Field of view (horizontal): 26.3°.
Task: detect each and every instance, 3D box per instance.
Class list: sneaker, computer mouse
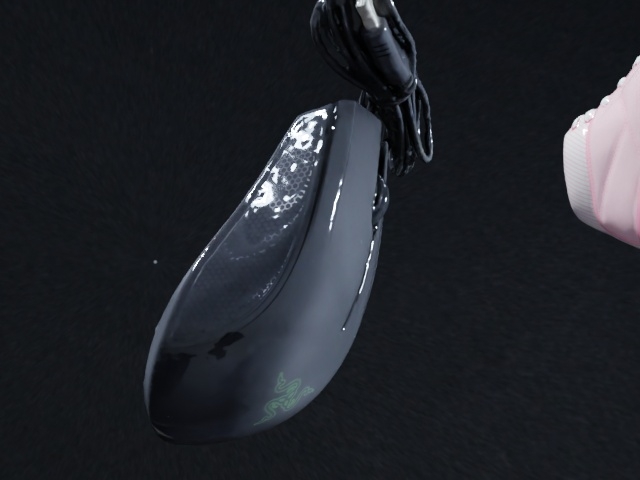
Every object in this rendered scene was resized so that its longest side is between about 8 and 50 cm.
[{"bbox_3d":[0.143,-0.063,0.595,0.051,0.070,0.134,9,-84,-36],"label":"sneaker"},{"bbox_3d":[0.000,0.000,0.758,0.072,0.188,0.272,22,-108,24],"label":"computer mouse"}]
